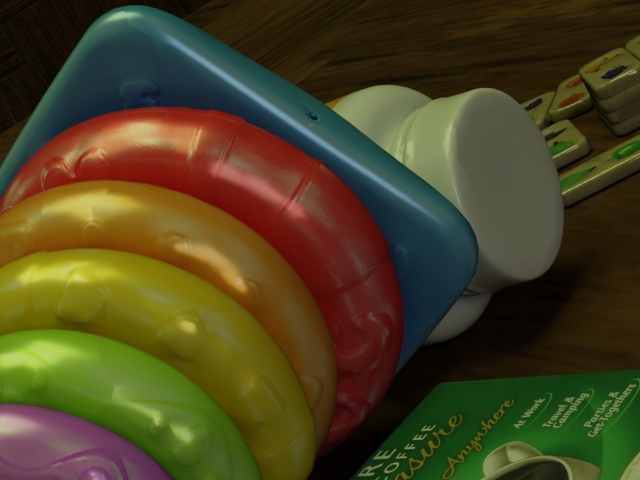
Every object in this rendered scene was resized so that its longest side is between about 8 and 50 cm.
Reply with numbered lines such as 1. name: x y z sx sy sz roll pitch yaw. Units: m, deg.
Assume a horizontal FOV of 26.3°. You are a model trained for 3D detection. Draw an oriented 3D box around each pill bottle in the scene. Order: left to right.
1. pill bottle: 0.000 0.000 0.634 0.215 0.117 0.117 -17 21 39

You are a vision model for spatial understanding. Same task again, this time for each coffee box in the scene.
1. coffee box: 0.075 0.082 0.388 0.184 0.040 0.113 -12 24 48

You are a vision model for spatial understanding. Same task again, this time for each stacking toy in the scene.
1. stacking toy: -0.072 0.075 0.434 0.165 0.175 0.302 -52 9 34

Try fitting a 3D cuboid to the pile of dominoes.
1. pile of dominoes: 0.116 -0.064 0.764 0.251 0.040 0.196 -28 16 8
